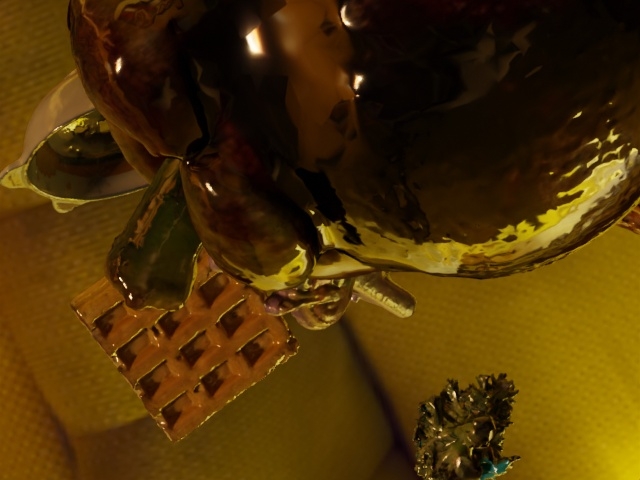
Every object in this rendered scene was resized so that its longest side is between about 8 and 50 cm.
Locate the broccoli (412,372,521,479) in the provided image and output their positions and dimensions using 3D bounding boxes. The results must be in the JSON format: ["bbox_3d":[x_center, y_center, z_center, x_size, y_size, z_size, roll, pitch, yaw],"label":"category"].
[{"bbox_3d":[0.197,0.255,1.803,0.160,0.167,0.155,149,-79,-82],"label":"broccoli"}]

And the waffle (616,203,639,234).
[{"bbox_3d":[0.288,-0.067,1.090,0.091,0.308,0.213,-61,156,-14],"label":"waffle"}]

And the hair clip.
[{"bbox_3d":[0.013,0.005,1.114,0.278,0.090,0.137,16,94,-64],"label":"hair clip"}]

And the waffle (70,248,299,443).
[{"bbox_3d":[-0.178,0.111,1.818,0.248,0.221,0.055,58,-12,-22],"label":"waffle"}]

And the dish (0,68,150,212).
[{"bbox_3d":[-0.211,-0.119,1.368,0.236,0.228,0.086,-6,65,-35],"label":"dish"}]

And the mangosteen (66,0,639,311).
[{"bbox_3d":[0.029,-0.118,0.668,0.313,0.297,0.297,-3,74,-23],"label":"mangosteen"}]
